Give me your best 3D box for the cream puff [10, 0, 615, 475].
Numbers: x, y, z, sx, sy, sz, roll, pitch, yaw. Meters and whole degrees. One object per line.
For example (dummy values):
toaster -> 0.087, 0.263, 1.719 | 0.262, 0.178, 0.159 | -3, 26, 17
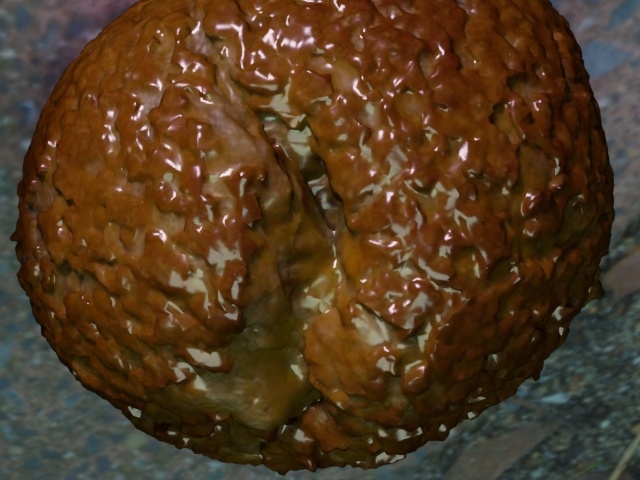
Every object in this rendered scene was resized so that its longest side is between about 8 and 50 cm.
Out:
cream puff -> 0.000, 0.000, 0.960 | 0.303, 0.212, 0.303 | -3, 136, -3
